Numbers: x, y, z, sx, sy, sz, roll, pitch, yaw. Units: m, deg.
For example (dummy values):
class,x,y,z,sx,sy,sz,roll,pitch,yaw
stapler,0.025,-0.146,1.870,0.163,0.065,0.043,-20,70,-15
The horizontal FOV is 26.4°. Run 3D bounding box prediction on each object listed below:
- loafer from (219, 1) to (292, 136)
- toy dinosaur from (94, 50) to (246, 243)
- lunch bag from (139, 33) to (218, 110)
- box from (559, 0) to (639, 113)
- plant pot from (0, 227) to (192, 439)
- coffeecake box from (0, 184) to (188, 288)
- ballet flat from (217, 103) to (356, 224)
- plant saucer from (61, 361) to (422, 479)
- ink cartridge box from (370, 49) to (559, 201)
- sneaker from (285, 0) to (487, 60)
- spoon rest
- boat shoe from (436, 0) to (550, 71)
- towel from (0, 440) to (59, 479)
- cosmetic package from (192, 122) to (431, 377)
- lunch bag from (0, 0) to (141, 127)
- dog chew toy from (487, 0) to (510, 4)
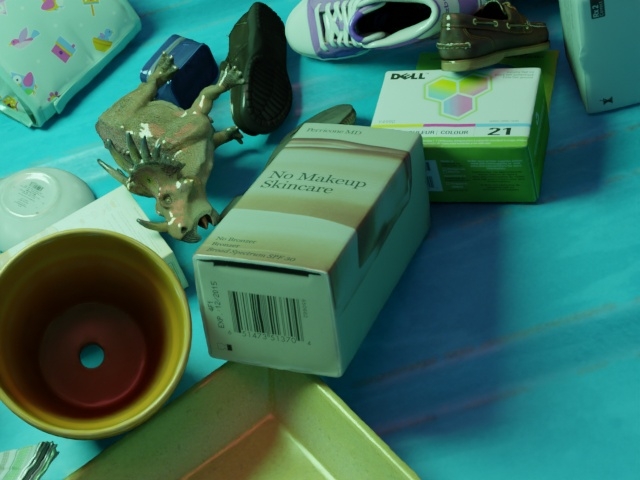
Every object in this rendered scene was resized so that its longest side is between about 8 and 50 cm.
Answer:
class,x,y,z,sx,sy,sz,roll,pitch,yaw
loafer,-0.087,-0.209,1.752,0.078,0.080,0.220,-32,37,32
toy dinosaur,-0.204,-0.121,1.636,0.200,0.127,0.295,-38,37,-25
lunch bag,-0.190,-0.217,1.784,0.065,0.067,0.098,21,59,32
box,0.375,-0.265,1.576,0.182,0.181,0.119,-13,47,5
plant pot,-0.236,0.107,1.399,0.205,0.188,0.205,1,77,-6
coffeecake box,-0.270,0.039,1.577,0.185,0.068,0.142,-30,48,-11
ballet flat,-0.031,-0.075,1.624,0.084,0.058,0.250,-6,36,47
plant saucer,-0.078,0.292,1.284,0.333,0.081,0.333,-35,48,-16
ink cartridge box,0.173,-0.168,1.610,0.189,0.097,0.255,1,50,18
sneaker,0.044,-0.274,1.668,0.282,0.102,0.161,-7,12,37
spoon rest,-0.404,-0.064,1.719,0.276,0.084,0.137,29,63,20
boat shoe,0.208,-0.247,1.605,0.073,0.073,0.207,0,13,36
towel,-0.332,0.254,1.380,0.152,0.023,0.113,-19,31,52
cosmetic package,0.000,0.000,1.429,0.153,0.129,0.296,5,32,20
lunch bag,-0.404,-0.301,1.861,0.262,0.160,0.223,40,65,4
dog chew toy,0.283,-0.395,1.718,0.332,0.206,0.206,2,50,9
